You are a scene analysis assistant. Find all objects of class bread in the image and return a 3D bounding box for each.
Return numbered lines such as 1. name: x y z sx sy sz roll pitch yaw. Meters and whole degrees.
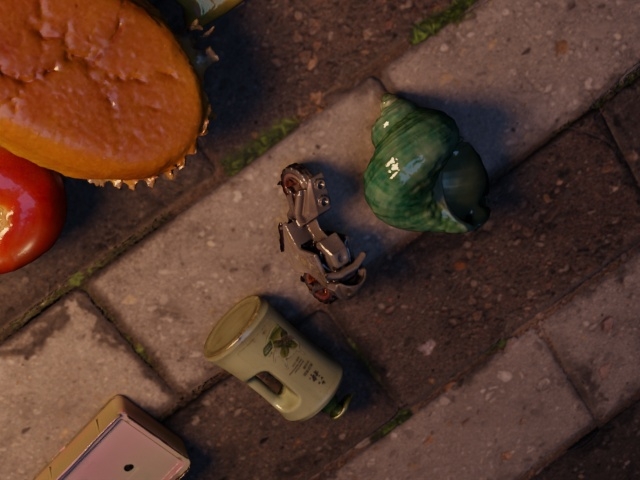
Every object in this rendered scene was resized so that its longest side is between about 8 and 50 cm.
1. bread: -0.307 -0.207 1.307 0.389 0.183 0.236 21 101 -23

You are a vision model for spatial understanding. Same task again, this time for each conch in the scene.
1. conch: 0.136 -0.103 1.510 0.196 0.134 0.202 -31 118 -49

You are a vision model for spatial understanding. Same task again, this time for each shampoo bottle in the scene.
1. shampoo bottle: -0.047 0.188 1.593 0.118 0.087 0.234 -47 116 2

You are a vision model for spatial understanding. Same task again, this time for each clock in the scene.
1. clock: -0.304 0.335 1.585 0.192 0.071 0.147 -46 116 5

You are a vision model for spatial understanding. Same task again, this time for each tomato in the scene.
1. tomato: -0.415 -0.048 1.364 0.195 0.136 0.195 -7 114 -16

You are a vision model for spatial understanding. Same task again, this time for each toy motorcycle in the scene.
1. toy motorcycle: 0.000 0.000 1.514 0.080 0.122 0.215 -30 120 -33

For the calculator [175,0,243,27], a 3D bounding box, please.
1. calculator: -0.117 -0.383 1.374 0.236 0.033 0.157 -45 115 2
